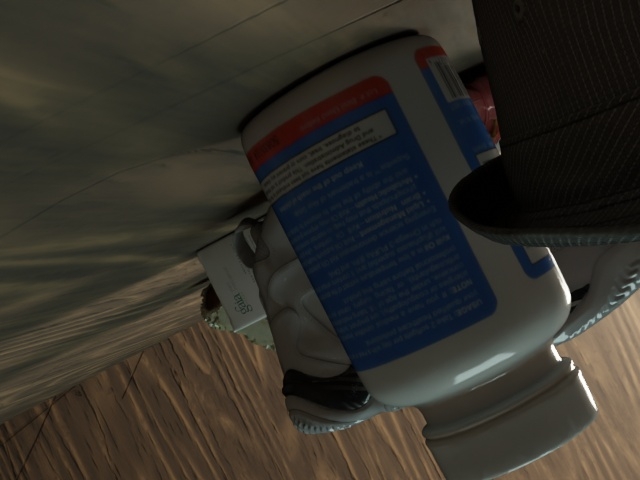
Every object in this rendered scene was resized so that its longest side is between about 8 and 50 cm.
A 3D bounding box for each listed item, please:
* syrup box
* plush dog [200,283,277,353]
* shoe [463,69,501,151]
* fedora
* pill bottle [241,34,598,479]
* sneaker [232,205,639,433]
[{"bbox_3d":[0.000,0.000,1.098,0.237,0.093,0.096,-28,177,12],"label":"syrup box"},{"bbox_3d":[-0.025,0.076,1.610,0.262,0.210,0.225,-26,-156,17],"label":"plush dog"},{"bbox_3d":[0.108,-0.089,0.847,0.081,0.063,0.178,-24,171,-18],"label":"shoe"},{"bbox_3d":[0.146,-0.095,0.388,0.243,0.124,0.275,-25,-175,-2],"label":"fedora"},{"bbox_3d":[0.058,0.013,0.569,0.124,0.221,0.124,-26,177,-2],"label":"pill bottle"},{"bbox_3d":[0.084,0.011,0.859,0.366,0.210,0.137,-28,177,31],"label":"sneaker"}]
